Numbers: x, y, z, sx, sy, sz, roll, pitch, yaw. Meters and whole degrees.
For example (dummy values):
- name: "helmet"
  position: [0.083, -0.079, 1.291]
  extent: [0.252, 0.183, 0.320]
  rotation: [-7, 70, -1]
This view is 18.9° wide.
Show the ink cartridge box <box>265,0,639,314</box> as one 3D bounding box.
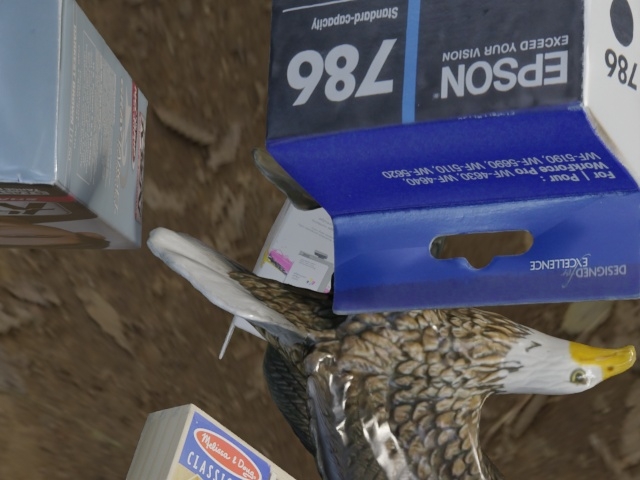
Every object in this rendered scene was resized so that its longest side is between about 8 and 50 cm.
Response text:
- name: "ink cartridge box"
  position: [0.060, -0.137, 0.844]
  extent: [0.165, 0.065, 0.332]
  rotation: [-6, 78, 35]

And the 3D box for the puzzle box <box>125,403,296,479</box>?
- name: "puzzle box"
  position: [-0.011, 0.337, 1.422]
  extent: [0.409, 0.052, 0.272]
  rotation: [40, 51, -32]

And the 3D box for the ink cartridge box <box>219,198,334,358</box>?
- name: "ink cartridge box"
  position: [0.000, 0.000, 1.348]
  extent: [0.067, 0.198, 0.115]
  rotation: [26, 40, -3]

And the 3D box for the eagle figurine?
- name: "eagle figurine"
  position: [0.056, 0.094, 1.000]
  extent: [0.225, 0.226, 0.298]
  rotation: [7, 108, 36]

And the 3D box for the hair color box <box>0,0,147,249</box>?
- name: "hair color box"
  position: [-0.220, -0.065, 1.183]
  extent: [0.185, 0.374, 0.113]
  rotation: [1, 85, 2]
